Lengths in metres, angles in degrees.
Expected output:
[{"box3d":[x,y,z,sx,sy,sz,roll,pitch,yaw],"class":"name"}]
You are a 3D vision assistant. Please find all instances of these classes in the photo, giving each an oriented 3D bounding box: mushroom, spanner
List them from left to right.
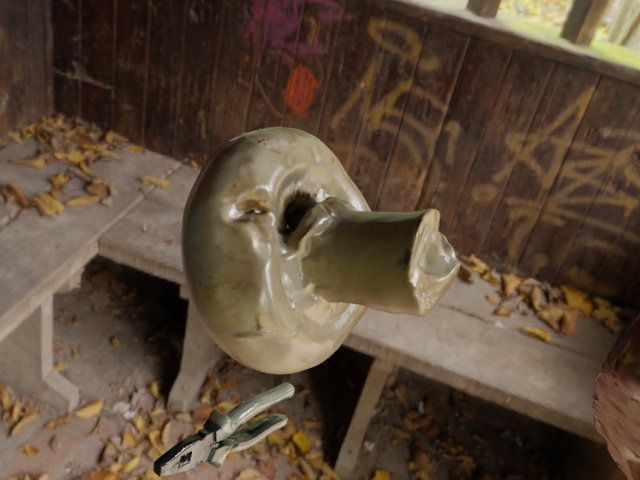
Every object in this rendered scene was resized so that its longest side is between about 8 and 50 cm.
[{"box3d":[-0.147,0.311,1.138,0.040,0.096,0.325,21,16,29],"class":"spanner"},{"box3d":[0.000,0.000,0.798,0.290,0.293,0.292,-9,18,37],"class":"mushroom"}]

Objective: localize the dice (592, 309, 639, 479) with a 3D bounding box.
[{"box3d":[0.280,0.100,0.402,0.174,0.175,0.179,-33,46,-8],"class":"dice"}]
